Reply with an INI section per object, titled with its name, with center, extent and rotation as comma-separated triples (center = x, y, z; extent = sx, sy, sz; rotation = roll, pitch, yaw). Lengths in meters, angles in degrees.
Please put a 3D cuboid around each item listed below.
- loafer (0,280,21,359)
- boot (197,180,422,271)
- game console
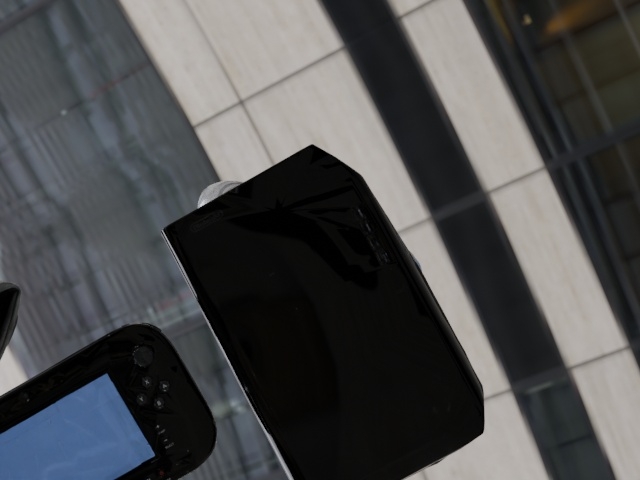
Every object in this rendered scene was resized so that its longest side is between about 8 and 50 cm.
[loafer]
center = -0.307, 0.118, 1.018
extent = 0.076, 0.078, 0.223
rotation = 50, -137, -34
[boot]
center = 0.000, 0.000, 1.260
extent = 0.258, 0.123, 0.095
rotation = 29, -123, -52
[game console]
center = -0.091, 0.111, 0.821
extent = 0.213, 0.361, 0.044
rotation = 61, -173, 8
